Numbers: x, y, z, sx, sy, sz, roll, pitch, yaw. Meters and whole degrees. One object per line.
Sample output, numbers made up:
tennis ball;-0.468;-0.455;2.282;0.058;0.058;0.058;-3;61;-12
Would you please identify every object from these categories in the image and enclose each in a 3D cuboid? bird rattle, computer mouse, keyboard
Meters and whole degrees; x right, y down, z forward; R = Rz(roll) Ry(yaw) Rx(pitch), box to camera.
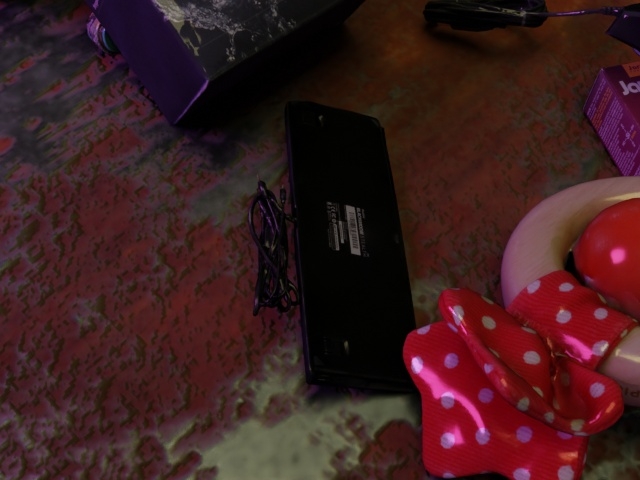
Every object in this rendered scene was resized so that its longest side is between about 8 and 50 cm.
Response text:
bird rattle;0.173;0.042;0.478;0.253;0.143;0.207;-7;36;14
computer mouse;0.176;-0.132;0.579;0.242;0.041;0.071;14;27;34
keyboard;0.000;0.000;0.529;0.100;0.038;0.192;12;53;-25

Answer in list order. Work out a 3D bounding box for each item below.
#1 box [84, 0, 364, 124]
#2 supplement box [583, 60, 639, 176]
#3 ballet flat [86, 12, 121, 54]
box;-0.067;-0.185;0.565;0.156;0.093;0.158;-37;96;-24
supplement box;0.215;-0.072;0.576;0.055;0.043;0.083;-14;58;-12
ballet flat;-0.112;-0.165;0.617;0.114;0.041;0.041;-35;66;-24
